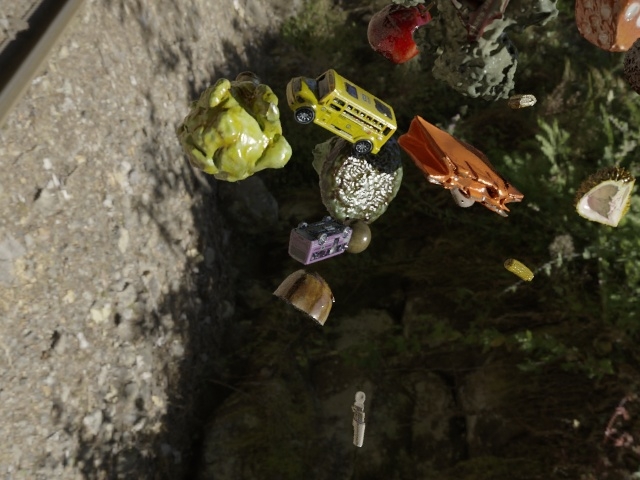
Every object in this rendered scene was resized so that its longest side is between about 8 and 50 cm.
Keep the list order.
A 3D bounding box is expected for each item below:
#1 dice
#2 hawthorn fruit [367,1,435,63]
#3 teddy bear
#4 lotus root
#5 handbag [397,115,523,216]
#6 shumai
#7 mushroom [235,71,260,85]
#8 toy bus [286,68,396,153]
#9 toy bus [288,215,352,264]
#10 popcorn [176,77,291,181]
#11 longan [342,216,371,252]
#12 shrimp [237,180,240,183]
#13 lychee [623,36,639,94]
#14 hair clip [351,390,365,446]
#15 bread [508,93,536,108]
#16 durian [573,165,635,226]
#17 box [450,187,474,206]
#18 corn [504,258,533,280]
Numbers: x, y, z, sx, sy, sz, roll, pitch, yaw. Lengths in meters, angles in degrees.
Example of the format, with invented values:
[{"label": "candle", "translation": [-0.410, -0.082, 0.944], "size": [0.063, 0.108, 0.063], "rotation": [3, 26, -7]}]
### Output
[{"label": "dice", "translation": [0.809, -0.632, 1.492], "size": [0.179, 0.174, 0.175], "rotation": [65, -1, -46]}, {"label": "hawthorn fruit", "translation": [0.313, -0.766, 2.005], "size": [0.230, 0.266, 0.210], "rotation": [-34, 99, -50]}, {"label": "teddy bear", "translation": [0.362, -0.487, 1.275], "size": [0.224, 0.357, 0.367], "rotation": [-41, 123, -44]}, {"label": "lotus root", "translation": [-0.049, 0.226, 2.327], "size": [0.192, 0.272, 0.272], "rotation": [-51, 152, -14]}, {"label": "handbag", "translation": [0.473, -0.248, 1.902], "size": [0.410, 0.116, 0.303], "rotation": [19, 32, -33]}, {"label": "shumai", "translation": [0.108, -0.291, 2.219], "size": [0.348, 0.395, 0.395], "rotation": [41, -25, 48]}, {"label": "mushroom", "translation": [-0.298, -0.572, 2.360], "size": [0.159, 0.122, 0.328], "rotation": [18, 52, -29]}, {"label": "toy bus", "translation": [0.063, -0.398, 1.671], "size": [0.331, 0.151, 0.145], "rotation": [23, 43, -30]}, {"label": "toy bus", "translation": [0.000, 0.000, 1.494], "size": [0.178, 0.087, 0.098], "rotation": [-17, 127, -48]}, {"label": "popcorn", "translation": [-0.251, -0.305, 1.551], "size": [0.274, 0.279, 0.335], "rotation": [68, -10, -17]}, {"label": "longan", "translation": [0.095, -0.018, 1.649], "size": [0.119, 0.106, 0.106], "rotation": [60, -2, 33]}, {"label": "shrimp", "translation": [-0.268, -0.313, 1.919], "size": [0.075, 0.178, 0.289], "rotation": [103, -31, -43]}, {"label": "lychee", "translation": [0.752, -0.383, 1.183], "size": [0.194, 0.194, 0.194], "rotation": [-9, 90, -80]}, {"label": "hair clip", "translation": [0.119, 0.546, 1.714], "size": [0.226, 0.034, 0.072], "rotation": [-79, -178, -76]}, {"label": "bread", "translation": [0.531, -0.369, 1.473], "size": [0.083, 0.047, 0.036], "rotation": [-112, -169, -77]}, {"label": "durian", "translation": [0.946, -0.165, 1.867], "size": [0.249, 0.183, 0.138], "rotation": [57, 40, -54]}, {"label": "box", "translation": [0.605, -0.229, 2.377], "size": [0.200, 0.088, 0.146], "rotation": [44, 44, -54]}, {"label": "corn", "translation": [0.552, 0.081, 1.548], "size": [0.092, 0.037, 0.037], "rotation": [34, 30, -17]}]
